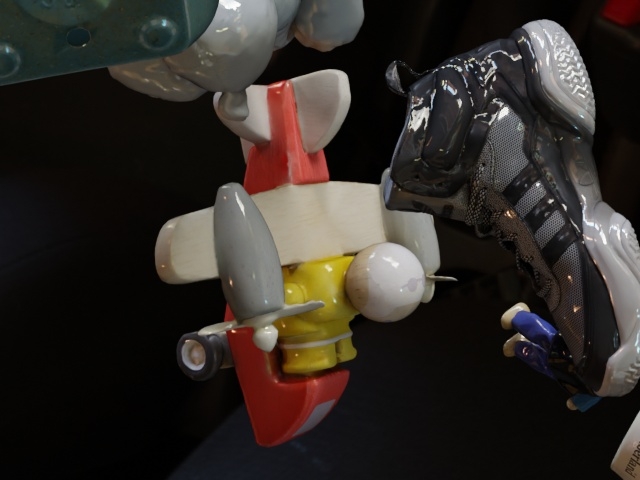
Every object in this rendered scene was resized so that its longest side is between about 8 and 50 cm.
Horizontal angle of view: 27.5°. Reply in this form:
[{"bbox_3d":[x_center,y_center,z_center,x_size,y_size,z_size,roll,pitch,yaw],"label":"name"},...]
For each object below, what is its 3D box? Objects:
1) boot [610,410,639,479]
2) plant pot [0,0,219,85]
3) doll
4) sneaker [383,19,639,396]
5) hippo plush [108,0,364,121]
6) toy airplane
[{"bbox_3d":[0.277,0.100,0.675,0.176,0.244,0.088,32,128,21],"label":"boot"},{"bbox_3d":[-0.183,-0.242,0.885,0.248,0.247,0.252,88,166,-46],"label":"plant pot"},{"bbox_3d":[0.275,0.127,1.461,0.189,0.046,0.129,29,132,54],"label":"doll"},{"bbox_3d":[0.125,-0.014,0.906,0.153,0.101,0.268,-11,78,-4],"label":"sneaker"},{"bbox_3d":[-0.066,-0.209,1.215,0.294,0.234,0.236,0,52,35],"label":"hippo plush"},{"bbox_3d":[0.000,0.000,1.451,0.272,0.384,0.386,15,58,33],"label":"toy airplane"}]
